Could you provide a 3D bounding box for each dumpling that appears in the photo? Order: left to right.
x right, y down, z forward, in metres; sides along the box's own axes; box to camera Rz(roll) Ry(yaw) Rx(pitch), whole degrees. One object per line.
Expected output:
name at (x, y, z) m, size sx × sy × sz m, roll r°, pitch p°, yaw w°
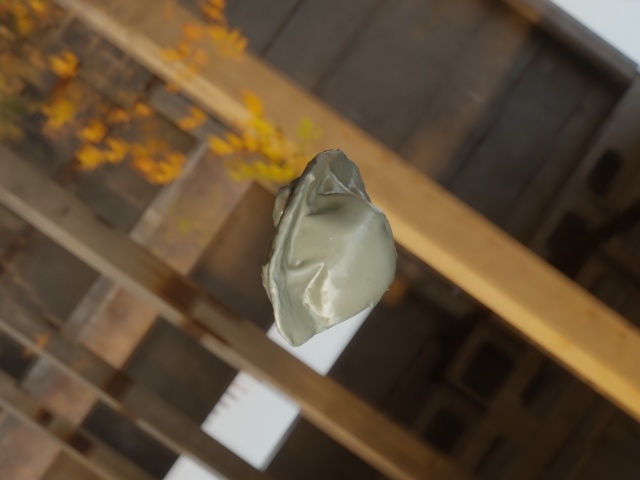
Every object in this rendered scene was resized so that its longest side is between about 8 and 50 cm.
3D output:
dumpling at (-0.002, 0.000, 0.673) m, size 0.076 × 0.057 × 0.052 m, roll -35°, pitch -166°, yaw -23°
